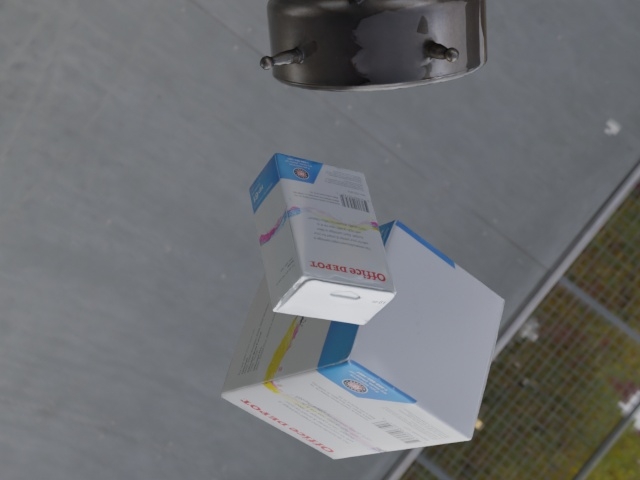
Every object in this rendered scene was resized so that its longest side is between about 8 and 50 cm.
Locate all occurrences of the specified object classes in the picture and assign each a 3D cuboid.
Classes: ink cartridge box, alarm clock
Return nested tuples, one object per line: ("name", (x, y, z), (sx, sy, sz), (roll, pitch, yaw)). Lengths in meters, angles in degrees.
("ink cartridge box", (0.000, 0.000, 0.838), (0.052, 0.089, 0.122), (-49, -138, 39))
("alarm clock", (0.037, -0.136, 0.649), (0.192, 0.129, 0.064), (-59, 146, -69))
("ink cartridge box", (0.042, 0.114, 1.131), (0.233, 0.171, 0.168), (-22, -139, 49))
